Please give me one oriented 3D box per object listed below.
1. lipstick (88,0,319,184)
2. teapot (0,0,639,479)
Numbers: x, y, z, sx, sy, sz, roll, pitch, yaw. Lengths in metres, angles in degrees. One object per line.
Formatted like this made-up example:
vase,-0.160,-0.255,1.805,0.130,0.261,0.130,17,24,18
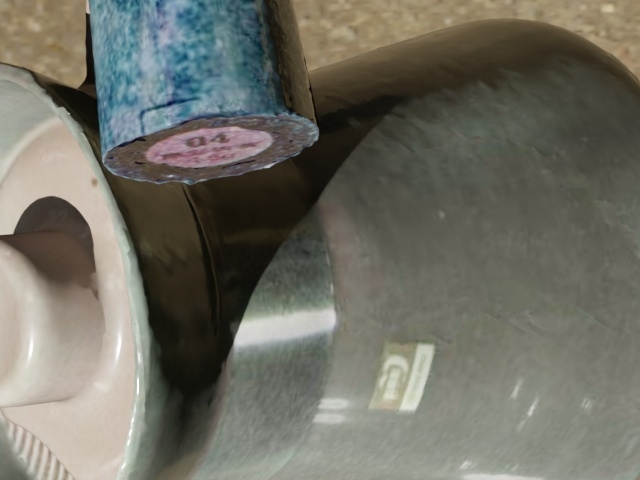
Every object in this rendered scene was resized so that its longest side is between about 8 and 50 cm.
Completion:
lipstick,-0.048,-0.133,0.429,0.053,0.053,0.234,-21,74,36
teapot,0.000,0.000,0.741,0.253,0.344,0.300,14,103,45
